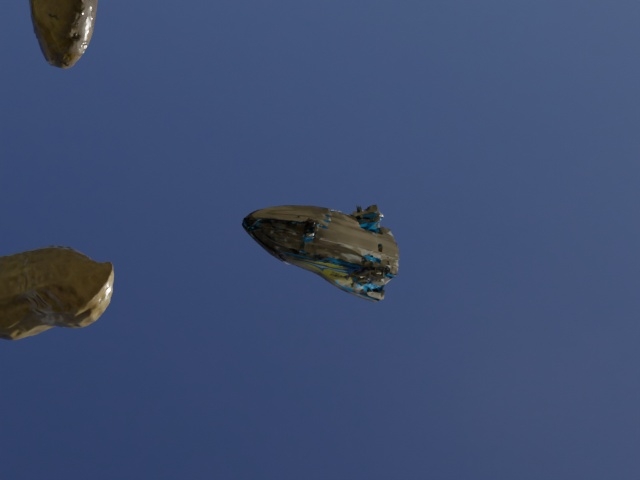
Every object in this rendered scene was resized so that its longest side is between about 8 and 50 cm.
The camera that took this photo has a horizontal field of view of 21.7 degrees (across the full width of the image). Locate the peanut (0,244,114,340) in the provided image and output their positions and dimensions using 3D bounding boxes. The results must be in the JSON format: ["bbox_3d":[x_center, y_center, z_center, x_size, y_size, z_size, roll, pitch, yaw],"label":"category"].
[{"bbox_3d":[-0.274,0.050,1.605,0.194,0.083,0.093,-9,-171,43],"label":"peanut"}]

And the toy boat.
[{"bbox_3d":[0.000,0.000,1.567,0.066,0.084,0.210,-21,156,36],"label":"toy boat"}]

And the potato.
[{"bbox_3d":[-0.160,-0.154,1.044,0.046,0.092,0.045,-10,-171,-19],"label":"potato"}]
